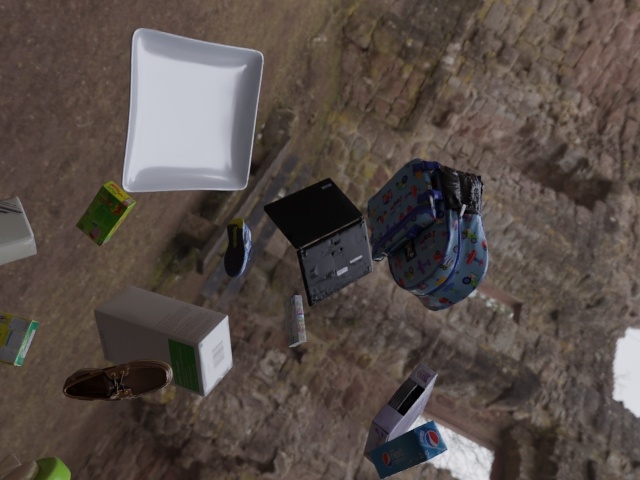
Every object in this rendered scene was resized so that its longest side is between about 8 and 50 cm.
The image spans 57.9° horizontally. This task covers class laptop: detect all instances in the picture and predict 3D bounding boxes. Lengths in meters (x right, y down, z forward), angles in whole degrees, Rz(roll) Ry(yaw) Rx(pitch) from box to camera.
[{"bbox_3d":[0.000,0.000,1.566,0.234,0.136,0.264,-27,118,-29],"label":"laptop"}]

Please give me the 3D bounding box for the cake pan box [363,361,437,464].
[{"bbox_3d":[0.232,0.511,1.689,0.246,0.070,0.267,-43,154,-31],"label":"cake pan box"}]

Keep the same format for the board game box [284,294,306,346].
[{"bbox_3d":[-0.086,0.271,1.935,0.103,0.026,0.154,140,-52,-59],"label":"board game box"}]

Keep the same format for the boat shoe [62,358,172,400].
[{"bbox_3d":[-0.341,0.241,0.971,0.060,0.178,0.064,-173,-103,-87],"label":"boat shoe"}]

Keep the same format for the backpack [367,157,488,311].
[{"bbox_3d":[0.144,0.000,0.777,0.158,0.117,0.173,-40,-138,48],"label":"backpack"}]

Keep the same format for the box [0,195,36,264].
[{"bbox_3d":[-0.688,0.013,1.075,0.275,0.094,0.113,-21,170,-28],"label":"box"}]

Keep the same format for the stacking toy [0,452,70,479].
[{"bbox_3d":[-0.516,0.348,0.768,0.309,0.130,0.279,-12,-162,43],"label":"stacking toy"}]

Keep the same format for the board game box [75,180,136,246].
[{"bbox_3d":[-0.609,-0.074,1.637,0.181,0.092,0.043,-44,-173,30],"label":"board game box"}]

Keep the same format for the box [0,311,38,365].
[{"bbox_3d":[-0.735,0.205,1.280,0.043,0.179,0.105,108,-2,-73],"label":"box"}]

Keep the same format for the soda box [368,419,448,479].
[{"bbox_3d":[0.196,0.481,1.323,0.067,0.071,0.210,-11,155,-33],"label":"soda box"}]

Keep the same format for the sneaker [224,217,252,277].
[{"bbox_3d":[-0.179,0.021,1.294,0.059,0.053,0.144,57,30,-55],"label":"sneaker"}]

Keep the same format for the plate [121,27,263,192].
[{"bbox_3d":[-0.239,-0.230,1.074,0.277,0.045,0.278,-6,112,-45],"label":"plate"}]

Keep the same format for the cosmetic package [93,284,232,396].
[{"bbox_3d":[-0.449,0.282,1.664,0.155,0.365,0.197,-47,142,-53],"label":"cosmetic package"}]
